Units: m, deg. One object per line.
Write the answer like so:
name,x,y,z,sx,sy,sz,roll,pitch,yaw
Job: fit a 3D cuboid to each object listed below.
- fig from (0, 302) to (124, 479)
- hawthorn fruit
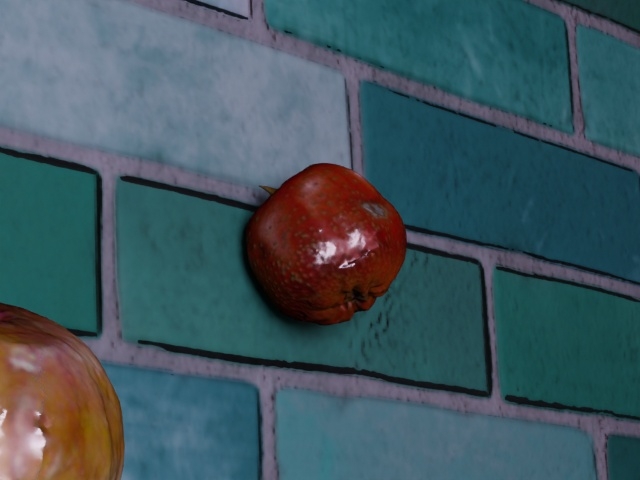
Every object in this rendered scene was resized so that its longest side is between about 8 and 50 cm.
fig,-0.171,0.146,0.785,0.159,0.159,0.257,23,79,-44
hawthorn fruit,0.000,0.000,1.065,0.093,0.093,0.093,19,65,-46
